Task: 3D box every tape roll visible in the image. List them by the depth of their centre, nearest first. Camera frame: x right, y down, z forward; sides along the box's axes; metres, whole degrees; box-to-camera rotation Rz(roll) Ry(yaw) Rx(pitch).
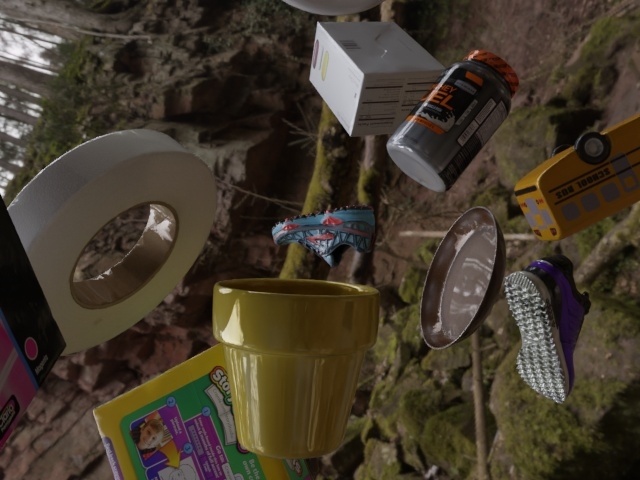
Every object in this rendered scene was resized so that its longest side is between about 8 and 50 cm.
[{"bbox_3d":[-0.327,0.009,0.871,0.392,0.072,0.392,-46,-19,-21],"label":"tape roll"}]

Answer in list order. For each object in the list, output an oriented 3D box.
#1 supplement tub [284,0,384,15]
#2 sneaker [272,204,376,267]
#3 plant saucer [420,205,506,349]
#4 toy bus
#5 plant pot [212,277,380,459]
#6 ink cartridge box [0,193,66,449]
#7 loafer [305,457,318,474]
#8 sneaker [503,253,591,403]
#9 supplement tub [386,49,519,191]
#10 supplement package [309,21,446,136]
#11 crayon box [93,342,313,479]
[{"bbox_3d":[0.009,-0.469,0.686,0.235,0.235,0.325,76,-173,-53],"label":"supplement tub"},{"bbox_3d":[0.000,0.000,1.193,0.104,0.261,0.125,-6,-93,-54],"label":"sneaker"},{"bbox_3d":[0.298,0.082,1.137,0.310,0.050,0.311,-160,90,-82],"label":"plant saucer"},{"bbox_3d":[0.484,-0.130,0.868,0.332,0.130,0.108,-26,-2,-1],"label":"toy bus"},{"bbox_3d":[-0.041,0.186,0.836,0.254,0.253,0.239,3,-90,-67],"label":"plant pot"},{"bbox_3d":[-0.349,-0.003,0.486,0.176,0.069,0.371,-99,-4,-67],"label":"ink cartridge box"},{"bbox_3d":[-0.074,0.560,1.439,0.130,0.133,0.366,12,-91,-39],"label":"loafer"},{"bbox_3d":[0.429,0.154,0.979,0.146,0.102,0.294,-30,-62,-24],"label":"sneaker"},{"bbox_3d":[0.196,-0.176,0.800,0.190,0.117,0.117,-51,-25,-5],"label":"supplement tub"},{"bbox_3d":[0.119,-0.367,1.219,0.203,0.262,0.145,-9,-46,-21],"label":"supplement package"},{"bbox_3d":[-0.201,0.404,0.985,0.313,0.363,0.106,-28,-14,10],"label":"crayon box"}]
